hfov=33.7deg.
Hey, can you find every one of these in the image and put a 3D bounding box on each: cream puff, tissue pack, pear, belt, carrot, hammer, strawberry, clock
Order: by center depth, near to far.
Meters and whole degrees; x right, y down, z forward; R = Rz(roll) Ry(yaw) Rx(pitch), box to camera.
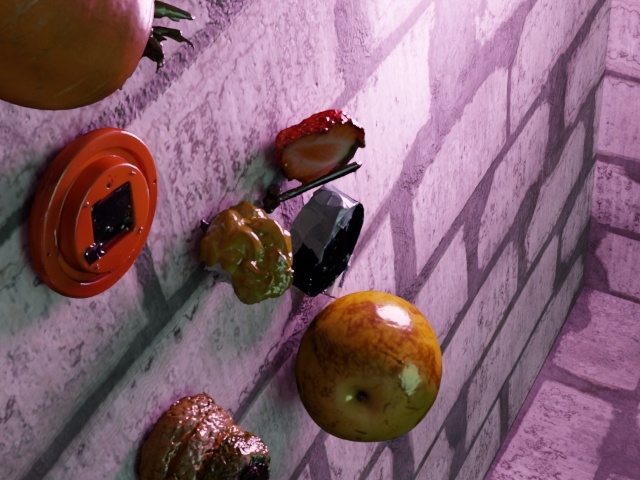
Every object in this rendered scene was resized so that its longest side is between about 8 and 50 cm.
[{"bbox_3d":[-0.258,-0.220,0.930,0.193,0.214,0.331,-44,153,10],"label":"carrot"},{"bbox_3d":[-0.256,-0.030,1.226,0.205,0.051,0.205,-45,145,-46],"label":"clock"},{"bbox_3d":[-0.094,0.023,1.499,0.121,0.156,0.156,-49,152,-5],"label":"cream puff"},{"bbox_3d":[-0.153,0.330,1.546,0.183,0.169,0.183,-44,145,-43],"label":"cream puff"},{"bbox_3d":[-0.014,-0.146,1.610,0.187,0.082,0.146,-5,137,-55],"label":"strawberry"},{"bbox_3d":[-0.008,-0.089,1.623,0.178,0.021,0.065,-23,157,-20],"label":"hammer"},{"bbox_3d":[0.000,0.000,1.703,0.151,0.078,0.198,-39,156,-45],"label":"belt"},{"bbox_3d":[0.014,0.053,1.825,0.042,0.062,0.083,31,78,-63],"label":"tissue pack"},{"bbox_3d":[0.086,0.220,1.862,0.281,0.280,0.281,-44,144,-45],"label":"pear"}]
